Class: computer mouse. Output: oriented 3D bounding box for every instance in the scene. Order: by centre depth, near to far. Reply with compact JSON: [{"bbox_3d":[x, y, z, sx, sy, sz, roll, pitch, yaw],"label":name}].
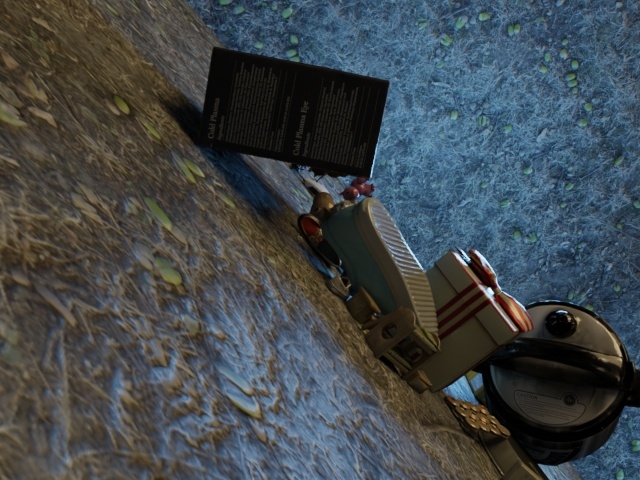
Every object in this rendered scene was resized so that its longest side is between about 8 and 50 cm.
[{"bbox_3d":[-0.018,-0.168,2.183,0.193,0.042,0.106,52,7,9],"label":"computer mouse"}]

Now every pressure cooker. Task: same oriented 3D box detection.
[{"bbox_3d":[0.598,0.358,1.851,0.375,0.370,0.420,60,-2,32],"label":"pressure cooker"}]

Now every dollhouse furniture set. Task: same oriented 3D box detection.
[{"bbox_3d":[0.159,0.177,1.388,0.182,0.101,0.161,44,11,-42],"label":"dollhouse furniture set"}]

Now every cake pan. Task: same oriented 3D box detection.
[{"bbox_3d":[0.477,0.547,1.646,0.293,0.054,0.293,49,9,-10],"label":"cake pan"}]

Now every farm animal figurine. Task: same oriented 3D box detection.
[{"bbox_3d":[0.063,-0.041,1.684,0.330,0.172,0.326,54,14,-47],"label":"farm animal figurine"}]

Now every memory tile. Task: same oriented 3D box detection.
[{"bbox_3d":[0.352,0.395,1.599,0.148,0.012,0.113,23,16,-36],"label":"memory tile"}]

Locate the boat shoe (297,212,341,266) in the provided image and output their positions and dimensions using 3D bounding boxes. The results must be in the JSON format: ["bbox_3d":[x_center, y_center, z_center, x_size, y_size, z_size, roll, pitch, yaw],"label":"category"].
[{"bbox_3d":[0.000,0.000,1.511,0.137,0.049,0.043,54,3,-20],"label":"boat shoe"}]

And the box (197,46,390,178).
[{"bbox_3d":[-0.046,-0.251,1.383,0.313,0.178,0.343,10,12,-2],"label":"box"}]

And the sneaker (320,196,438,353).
[{"bbox_3d":[0.122,0.085,1.468,0.365,0.150,0.135,63,30,-16],"label":"sneaker"}]

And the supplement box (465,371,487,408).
[{"bbox_3d":[0.508,0.439,2.223,0.078,0.080,0.233,48,10,-7],"label":"supplement box"}]

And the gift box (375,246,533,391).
[{"bbox_3d":[0.313,0.168,1.640,0.255,0.258,0.276,53,15,13],"label":"gift box"}]

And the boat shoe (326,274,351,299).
[{"bbox_3d":[0.044,0.088,1.390,0.035,0.035,0.100,55,8,26],"label":"boat shoe"}]

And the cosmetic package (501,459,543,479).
[{"bbox_3d":[0.440,0.520,1.487,0.115,0.060,0.041,43,6,4],"label":"cosmetic package"}]
